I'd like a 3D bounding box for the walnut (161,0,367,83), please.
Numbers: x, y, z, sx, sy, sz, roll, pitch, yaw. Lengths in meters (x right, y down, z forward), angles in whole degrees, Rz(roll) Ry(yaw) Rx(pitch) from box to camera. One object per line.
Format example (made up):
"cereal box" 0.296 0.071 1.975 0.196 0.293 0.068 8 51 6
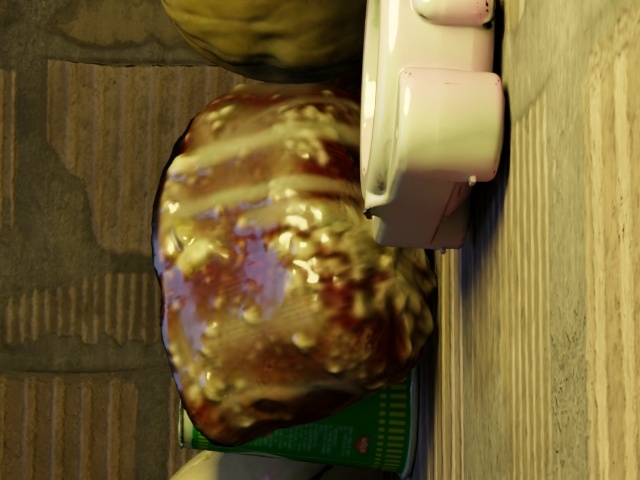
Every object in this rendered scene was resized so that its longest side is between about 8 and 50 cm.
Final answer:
"walnut" -0.043 -0.304 1.881 0.253 0.277 0.282 101 -179 -45

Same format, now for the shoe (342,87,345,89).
"shoe" 0.047 -0.094 1.939 0.099 0.125 0.227 44 -174 -44

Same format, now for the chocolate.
"chocolate" -0.006 0.006 1.562 0.225 0.210 0.340 27 -128 -45

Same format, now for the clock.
"clock" 0.077 -0.133 1.273 0.227 0.090 0.247 102 170 -73

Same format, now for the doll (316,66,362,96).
"doll" -0.034 -0.156 2.217 0.221 0.143 0.135 -51 31 27

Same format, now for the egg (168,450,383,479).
"egg" -0.082 0.329 1.978 0.337 0.201 0.337 -46 -25 -29

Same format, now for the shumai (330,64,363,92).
"shumai" 0.017 -0.179 2.355 0.142 0.184 0.184 60 -172 -20

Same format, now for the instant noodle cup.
"instant noodle cup" -0.026 0.136 1.761 0.207 0.233 0.207 -178 90 -87
